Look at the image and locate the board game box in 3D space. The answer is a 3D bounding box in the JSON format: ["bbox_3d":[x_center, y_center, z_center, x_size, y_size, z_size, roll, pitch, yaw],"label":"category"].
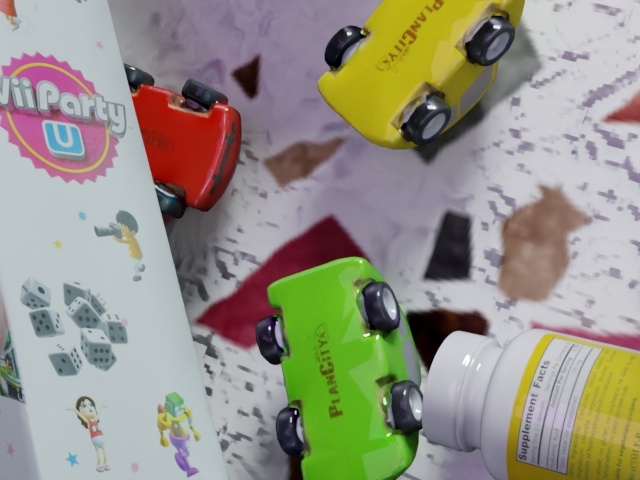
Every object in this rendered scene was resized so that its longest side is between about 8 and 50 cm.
[{"bbox_3d":[-0.174,0.012,0.569,0.224,0.097,0.304,-32,66,38],"label":"board game box"}]

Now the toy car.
[{"bbox_3d":[0.000,0.000,0.549,0.239,0.053,0.225,-18,74,22],"label":"toy car"}]

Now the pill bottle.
[{"bbox_3d":[0.102,0.070,0.482,0.116,0.065,0.065,13,87,27],"label":"pill bottle"}]
